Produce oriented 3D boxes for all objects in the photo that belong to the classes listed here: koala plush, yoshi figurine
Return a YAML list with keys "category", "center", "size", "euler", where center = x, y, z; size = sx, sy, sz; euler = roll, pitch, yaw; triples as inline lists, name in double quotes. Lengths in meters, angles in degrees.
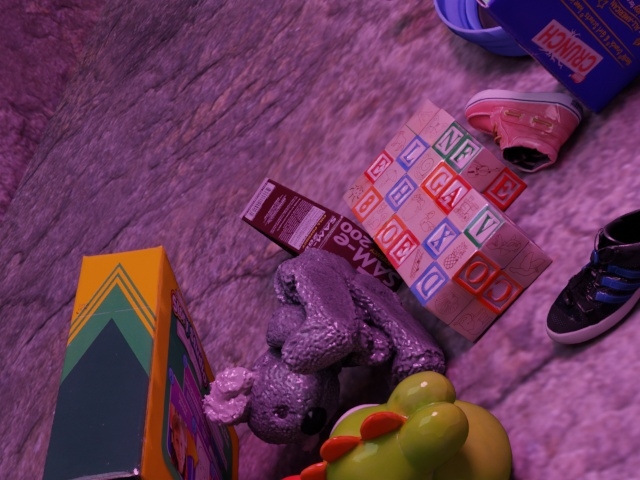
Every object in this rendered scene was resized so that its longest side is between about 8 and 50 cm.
- category: "koala plush"
  center: [-0.012, 0.144, 1.212]
  size: [0.221, 0.196, 0.203]
  euler: [-58, 37, 19]
- category: "yoshi figurine"
  center: [0.058, 0.269, 1.051]
  size: [0.203, 0.203, 0.362]
  euler: [-27, -20, -54]

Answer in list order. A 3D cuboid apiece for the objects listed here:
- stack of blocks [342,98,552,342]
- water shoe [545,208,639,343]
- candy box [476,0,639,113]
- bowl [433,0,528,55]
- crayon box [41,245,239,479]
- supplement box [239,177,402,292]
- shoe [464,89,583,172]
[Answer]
- category: "stack of blocks"
  center: [0.152, -0.034, 1.256]
  size: [0.171, 0.087, 0.297]
  euler: [-48, 30, 10]
- category: "water shoe"
  center: [0.284, 0.016, 1.023]
  size: [0.203, 0.080, 0.073]
  euler: [-43, 31, 20]
- category: "candy box"
  center: [0.322, -0.324, 1.113]
  size: [0.317, 0.268, 0.122]
  euler: [-45, 50, 16]
- category: "bowl"
  center: [0.323, -0.410, 1.405]
  size: [0.391, 0.077, 0.391]
  euler: [-33, 36, 29]
- category: "crayon box"
  center: [-0.182, 0.242, 1.185]
  size: [0.106, 0.362, 0.313]
  euler: [-10, 42, 4]
- category: "supplement box"
  center: [0.000, 0.000, 1.398]
  size: [0.073, 0.130, 0.239]
  euler: [-55, 30, -2]
- category: "shoe"
  center: [0.227, -0.132, 1.274]
  size: [0.178, 0.063, 0.081]
  euler: [8, 61, 53]
